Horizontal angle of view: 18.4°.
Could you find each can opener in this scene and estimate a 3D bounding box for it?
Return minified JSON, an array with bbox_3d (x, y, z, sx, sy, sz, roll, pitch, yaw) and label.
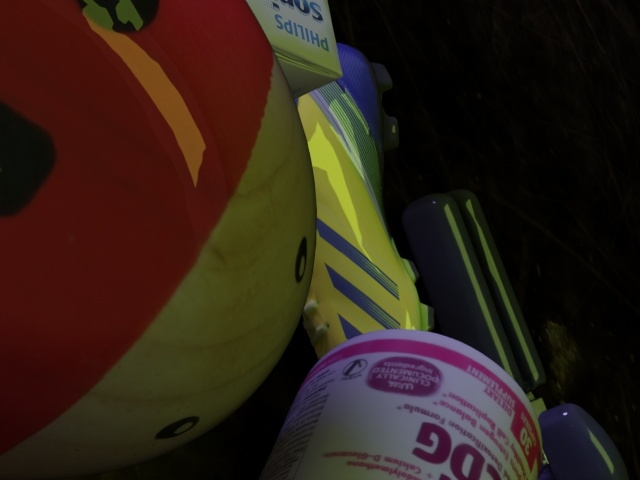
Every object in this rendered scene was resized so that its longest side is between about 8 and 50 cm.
[{"bbox_3d":[0.154,0.089,1.469,0.076,0.095,0.283,-12,80,-59],"label":"can opener"}]

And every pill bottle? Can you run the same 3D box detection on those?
[{"bbox_3d":[0.027,0.194,1.140,0.160,0.160,0.283,53,34,-21],"label":"pill bottle"}]

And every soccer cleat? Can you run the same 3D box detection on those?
[{"bbox_3d":[-0.001,0.000,1.325,0.121,0.093,0.289,2,69,-29],"label":"soccer cleat"}]

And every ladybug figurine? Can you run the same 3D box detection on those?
[{"bbox_3d":[-0.185,-0.062,0.858,0.449,0.162,0.305,34,84,-18],"label":"ladybug figurine"}]

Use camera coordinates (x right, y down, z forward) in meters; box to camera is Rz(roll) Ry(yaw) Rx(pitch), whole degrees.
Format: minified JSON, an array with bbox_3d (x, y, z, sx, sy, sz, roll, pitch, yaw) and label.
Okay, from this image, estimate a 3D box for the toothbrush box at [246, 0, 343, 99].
[{"bbox_3d":[-0.128,-0.195,1.114,0.126,0.216,0.295,19,53,-51],"label":"toothbrush box"}]
